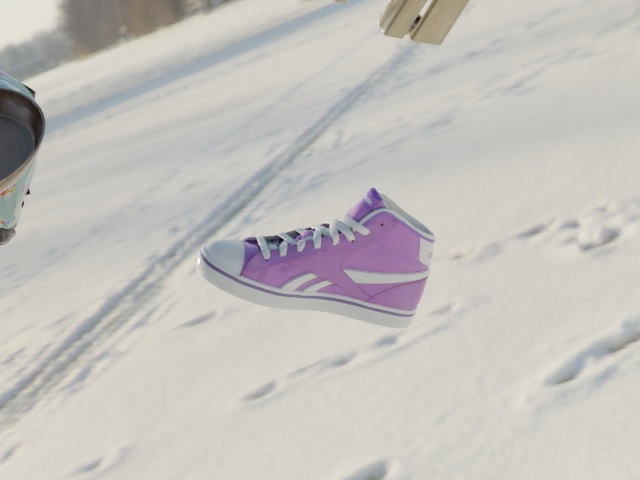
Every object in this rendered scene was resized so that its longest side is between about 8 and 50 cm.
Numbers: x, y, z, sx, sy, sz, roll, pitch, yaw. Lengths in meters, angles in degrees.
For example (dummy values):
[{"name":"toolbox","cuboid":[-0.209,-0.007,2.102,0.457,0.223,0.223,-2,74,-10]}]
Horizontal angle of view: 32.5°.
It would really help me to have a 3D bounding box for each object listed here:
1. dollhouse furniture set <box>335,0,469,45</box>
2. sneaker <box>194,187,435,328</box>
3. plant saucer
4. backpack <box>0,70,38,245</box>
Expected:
[{"name":"dollhouse furniture set","cuboid":[0.079,-0.318,1.225,0.144,0.151,0.123,-4,-45,-51]},{"name":"sneaker","cuboid":[0.000,0.000,1.301,0.282,0.161,0.102,10,23,-19]},{"name":"plant saucer","cuboid":[-0.330,-0.079,0.999,0.168,0.029,0.168,-5,43,4]},{"name":"backpack","cuboid":[-0.365,-0.091,1.176,0.152,0.182,0.115,15,23,-29]}]
